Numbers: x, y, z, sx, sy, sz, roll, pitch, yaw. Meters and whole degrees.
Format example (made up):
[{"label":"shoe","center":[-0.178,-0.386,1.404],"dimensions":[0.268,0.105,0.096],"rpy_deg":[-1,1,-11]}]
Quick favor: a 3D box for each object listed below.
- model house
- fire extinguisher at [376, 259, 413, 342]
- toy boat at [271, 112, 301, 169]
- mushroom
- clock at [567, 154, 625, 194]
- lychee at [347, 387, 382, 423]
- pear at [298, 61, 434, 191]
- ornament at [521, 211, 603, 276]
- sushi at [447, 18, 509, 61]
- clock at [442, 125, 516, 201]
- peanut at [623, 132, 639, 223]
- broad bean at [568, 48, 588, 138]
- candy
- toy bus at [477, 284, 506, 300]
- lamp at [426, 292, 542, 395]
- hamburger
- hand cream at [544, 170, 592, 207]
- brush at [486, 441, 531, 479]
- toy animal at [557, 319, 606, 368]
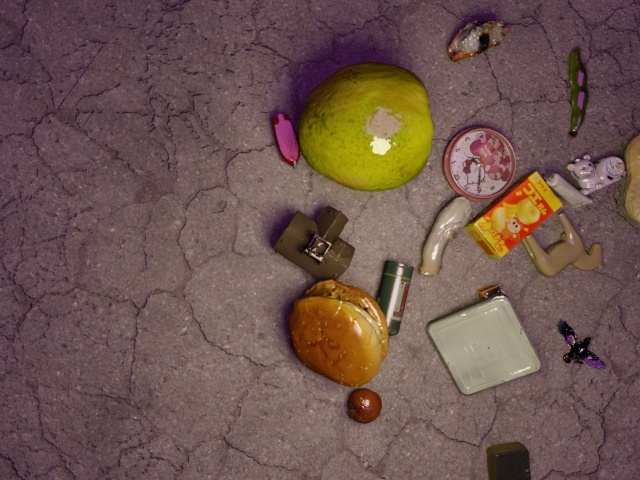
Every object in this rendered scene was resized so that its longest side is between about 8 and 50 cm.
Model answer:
[{"label":"model house","center":[0.000,0.000,1.382],"dimensions":[0.211,0.243,0.204],"rpy_deg":[33,86,-5]},{"label":"fire extinguisher","center":[0.215,0.213,1.481],"dimensions":[0.093,0.118,0.294],"rpy_deg":[12,87,29]},{"label":"toy boat","center":[-0.102,-0.301,1.470],"dimensions":[0.069,0.059,0.172],"rpy_deg":[-19,98,-6]},{"label":"mushroom","center":[0.386,-0.014,1.507],"dimensions":[0.099,0.096,0.277],"rpy_deg":[27,87,39]},{"label":"clock","center":[0.902,-0.231,1.570],"dimensions":[0.176,0.080,0.117],"rpy_deg":[-23,91,-4]},{"label":"lychee","center":[0.127,0.498,1.455],"dimensions":[0.140,0.114,0.101],"rpy_deg":[15,51,-29]},{"label":"pear","center":[0.121,-0.310,1.346],"dimensions":[0.392,0.391,0.390],"rpy_deg":[0,89,-6]},{"label":"ornament","center":[0.800,0.032,1.564],"dimensions":[0.230,0.061,0.244],"rpy_deg":[-33,97,-8]},{"label":"sushi","center":[0.502,-0.646,1.521],"dimensions":[0.226,0.103,0.097],"rpy_deg":[-26,93,-14]},{"label":"clock","center":[0.511,-0.245,1.538],"dimensions":[0.245,0.056,0.244],"rpy_deg":[0,91,-8]},{"label":"peanut","center":[1.058,-0.201,1.556],"dimensions":[0.149,0.149,0.312],"rpy_deg":[-3,88,-6]},{"label":"broad bean","center":[0.853,-0.484,1.586],"dimensions":[0.060,0.043,0.297],"rpy_deg":[-1,90,3]},{"label":"candy","center":[0.613,-0.080,1.531],"dimensions":[0.276,0.088,0.146],"rpy_deg":[-41,92,-5]},{"label":"toy bus","center":[0.561,0.226,1.528],"dimensions":[0.070,0.074,0.162],"rpy_deg":[-21,91,-8]},{"label":"lamp","center":[0.504,0.325,1.485],"dimensions":[0.269,0.047,0.266],"rpy_deg":[-28,94,20]},{"label":"hamburger","center":[0.046,0.276,1.375],"dimensions":[0.290,0.170,0.314],"rpy_deg":[10,122,31]},{"label":"hand cream","center":[0.787,-0.161,1.537],"dimensions":[0.195,0.067,0.042],"rpy_deg":[29,54,-25]},{"label":"brush","center":[0.606,0.754,1.533],"dimensions":[0.123,0.059,0.197],"rpy_deg":[-6,90,-5]},{"label":"toy animal","center":[0.847,0.357,1.573],"dimensions":[0.220,0.062,0.108],"rpy_deg":[43,67,-3]}]
